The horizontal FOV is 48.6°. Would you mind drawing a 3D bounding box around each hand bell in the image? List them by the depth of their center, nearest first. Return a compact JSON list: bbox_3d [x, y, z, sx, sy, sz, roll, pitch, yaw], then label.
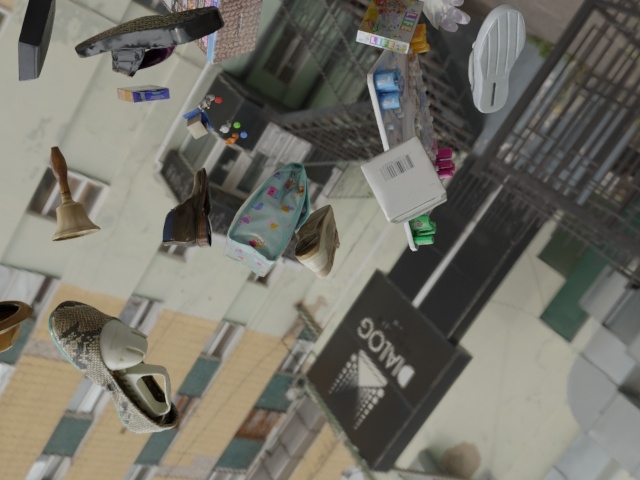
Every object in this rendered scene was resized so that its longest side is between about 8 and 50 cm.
[{"bbox_3d":[-0.671,-0.129,1.863,0.126,0.126,0.241,-13,-92,-71],"label":"hand bell"}]

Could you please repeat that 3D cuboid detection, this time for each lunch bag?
[{"bbox_3d":[-0.124,-0.060,1.798,0.160,0.262,0.223,30,162,-4],"label":"lunch bag"}]

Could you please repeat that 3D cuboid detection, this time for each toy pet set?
[{"bbox_3d":[-0.246,-0.278,1.626,0.122,0.114,0.065,56,-162,-39],"label":"toy pet set"}]

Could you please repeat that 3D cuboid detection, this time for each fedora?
[{"bbox_3d":[-0.735,0.203,1.584,0.195,0.079,0.194,-6,-159,2],"label":"fedora"}]

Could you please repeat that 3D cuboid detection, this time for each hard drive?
[{"bbox_3d":[-0.695,-0.532,1.747,0.054,0.172,0.254,10,-118,-18],"label":"hard drive"}]

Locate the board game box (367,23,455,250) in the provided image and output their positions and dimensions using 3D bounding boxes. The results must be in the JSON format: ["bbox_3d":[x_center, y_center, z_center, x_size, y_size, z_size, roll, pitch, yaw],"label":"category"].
[{"bbox_3d":[0.213,-0.239,1.542,0.390,0.050,0.389,-61,-41,-54],"label":"board game box"}]

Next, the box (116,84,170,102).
[{"bbox_3d":[-0.381,-0.317,1.532,0.081,0.028,0.136,-13,-158,-27],"label":"box"}]

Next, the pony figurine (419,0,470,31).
[{"bbox_3d":[0.260,-0.690,1.577,0.364,0.303,0.351,27,-153,-38],"label":"pony figurine"}]

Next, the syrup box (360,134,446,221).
[{"bbox_3d":[0.136,-0.087,1.105,0.096,0.093,0.237,63,-170,4],"label":"syrup box"}]

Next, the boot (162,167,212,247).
[{"bbox_3d":[-0.304,-0.077,1.616,0.106,0.082,0.219,-5,-126,-2],"label":"boot"}]

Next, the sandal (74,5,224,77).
[{"bbox_3d":[-0.367,-0.398,1.476,0.446,0.107,0.168,11,-141,44],"label":"sandal"}]

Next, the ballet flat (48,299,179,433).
[{"bbox_3d":[-0.475,0.316,1.759,0.164,0.182,0.482,-76,-25,-45],"label":"ballet flat"}]

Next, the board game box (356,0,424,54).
[{"bbox_3d":[0.141,-0.438,1.416,0.104,0.026,0.154,16,-129,5],"label":"board game box"}]

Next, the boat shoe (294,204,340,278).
[{"bbox_3d":[0.000,0.000,1.917,0.098,0.109,0.302,54,-161,-19],"label":"boat shoe"}]

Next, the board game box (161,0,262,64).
[{"bbox_3d":[-0.297,-0.665,1.888,0.141,0.232,0.291,-28,-110,-27],"label":"board game box"}]

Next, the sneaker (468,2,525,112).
[{"bbox_3d":[0.322,-0.357,1.356,0.258,0.094,0.091,88,168,-58],"label":"sneaker"}]
